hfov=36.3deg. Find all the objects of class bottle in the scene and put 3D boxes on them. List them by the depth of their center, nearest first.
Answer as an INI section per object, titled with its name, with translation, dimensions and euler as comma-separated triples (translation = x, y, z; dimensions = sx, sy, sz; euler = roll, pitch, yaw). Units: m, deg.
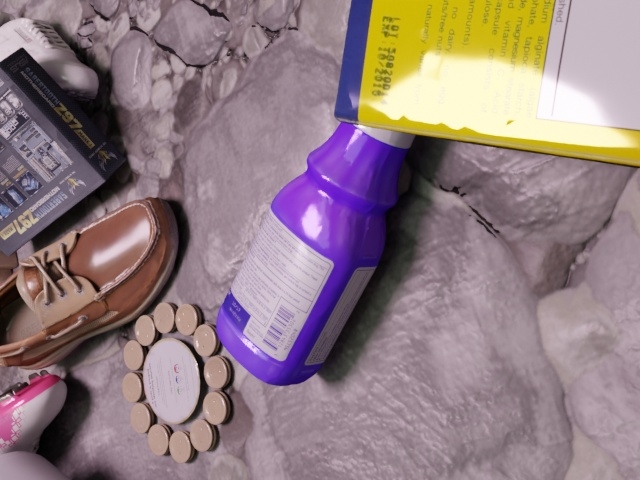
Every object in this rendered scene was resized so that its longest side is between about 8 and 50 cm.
[bottle]
translation = 0.000, 0.000, 0.928
dimensions = 0.118, 0.092, 0.283
euler = 40, 114, 33

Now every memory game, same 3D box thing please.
[memory game]
translation = -0.167, 0.162, 1.121
dimensions = 0.186, 0.012, 0.186
euler = 0, 89, 40

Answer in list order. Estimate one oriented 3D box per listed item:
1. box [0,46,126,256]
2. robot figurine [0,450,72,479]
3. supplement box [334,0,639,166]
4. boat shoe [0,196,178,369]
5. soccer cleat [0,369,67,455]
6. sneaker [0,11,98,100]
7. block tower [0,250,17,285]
[box]
translation = -0.380, -0.103, 1.213
dimensions = 0.233, 0.059, 0.183
euler = -31, 107, 37
[robot figurine]
translation = -0.314, 0.378, 1.100
dimensions = 0.353, 0.300, 0.200
euler = 30, 64, 23
[supplement box]
translation = 0.214, -0.149, 0.683
dimensions = 0.356, 0.195, 0.194
euler = 15, 99, 40
[boat shoe]
translation = -0.298, 0.059, 1.153
dimensions = 0.324, 0.116, 0.123
euler = -39, 65, 24
[soccer cleat]
translation = -0.419, 0.285, 1.286
dimensions = 0.331, 0.116, 0.143
euler = -33, 92, 33
[sneaker]
translation = -0.364, -0.237, 1.251
dimensions = 0.235, 0.090, 0.095
euler = 20, 91, 36
[block tower]
translation = -0.569, 0.073, 1.410
dimensions = 0.335, 0.097, 0.091
euler = -24, 73, 39
